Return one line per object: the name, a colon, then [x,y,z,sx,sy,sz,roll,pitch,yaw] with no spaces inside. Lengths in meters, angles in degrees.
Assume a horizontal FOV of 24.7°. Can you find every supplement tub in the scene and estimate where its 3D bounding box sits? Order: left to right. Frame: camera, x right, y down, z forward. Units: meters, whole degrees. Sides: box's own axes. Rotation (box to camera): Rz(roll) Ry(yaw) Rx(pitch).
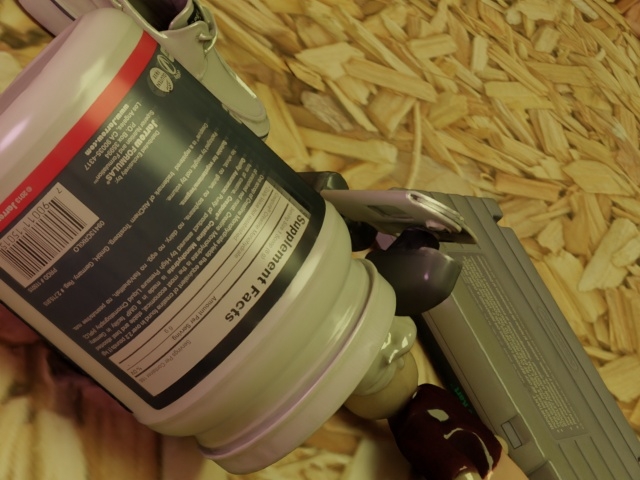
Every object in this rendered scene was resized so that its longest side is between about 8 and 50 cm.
supplement tub: [-0.103,0.003,0.946,0.272,0.191,0.191,43,28,-16]

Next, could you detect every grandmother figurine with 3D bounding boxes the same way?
grandmother figurine: [0.119,0.189,1.181,0.342,0.104,0.208,47,-1,-3]

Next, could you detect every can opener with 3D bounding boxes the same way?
can opener: [0.000,0.000,1.095,0.076,0.283,0.095,31,72,-35]

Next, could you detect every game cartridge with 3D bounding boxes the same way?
game cartridge: [0.185,0.110,1.418,0.230,0.068,0.355,-1,57,-53]

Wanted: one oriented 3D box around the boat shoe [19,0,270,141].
boat shoe: [-0.132,-0.173,1.236,0.267,0.088,0.096,39,29,-23]
